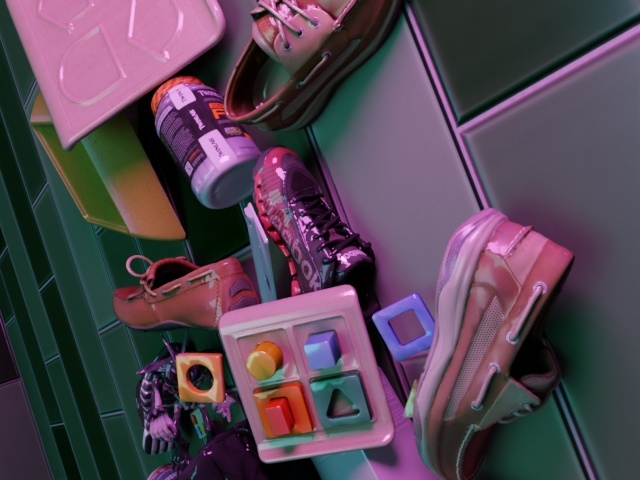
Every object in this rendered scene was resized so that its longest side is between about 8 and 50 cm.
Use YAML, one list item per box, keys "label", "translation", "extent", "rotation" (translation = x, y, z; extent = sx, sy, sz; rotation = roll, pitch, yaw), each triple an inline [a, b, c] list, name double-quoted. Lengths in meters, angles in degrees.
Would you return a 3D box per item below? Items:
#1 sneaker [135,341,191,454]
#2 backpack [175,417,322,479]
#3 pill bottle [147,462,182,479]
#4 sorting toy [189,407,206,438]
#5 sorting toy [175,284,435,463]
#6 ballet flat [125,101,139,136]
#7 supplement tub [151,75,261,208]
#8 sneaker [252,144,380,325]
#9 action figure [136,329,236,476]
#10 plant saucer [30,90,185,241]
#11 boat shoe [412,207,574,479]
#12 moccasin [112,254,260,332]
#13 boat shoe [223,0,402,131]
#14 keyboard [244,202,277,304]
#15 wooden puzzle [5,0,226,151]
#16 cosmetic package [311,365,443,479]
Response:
- label: "sneaker"
  translation: [-0.351, 0.304, 1.333]
  extent: [0.162, 0.106, 0.282]
  rotation: [47, 127, 50]
- label: "backpack"
  translation: [-0.037, 0.442, 0.866]
  extent: [0.355, 0.290, 0.273]
  rotation: [42, 106, 15]
- label: "pill bottle"
  translation: [-0.295, 0.558, 1.344]
  extent: [0.180, 0.107, 0.108]
  rotation: [1, 104, 49]
- label: "sorting toy"
  translation: [-0.261, 0.374, 1.314]
  extent: [0.062, 0.012, 0.083]
  rotation: [-42, 70, 49]
- label: "sorting toy"
  translation: [-0.023, 0.167, 0.742]
  extent: [0.347, 0.047, 0.196]
  rotation: [-14, 95, 16]
- label: "ballet flat"
  translation: [-0.392, -0.291, 1.193]
  extent: [0.077, 0.077, 0.231]
  rotation: [-19, 86, 38]
- label: "supplement tub"
  translation: [-0.172, -0.151, 0.938]
  extent: [0.190, 0.116, 0.117]
  rotation: [55, 138, 21]
- label: "sneaker"
  translation: [0.000, 0.000, 0.799]
  extent: [0.135, 0.097, 0.276]
  rotation: [-19, 90, 52]
- label: "action figure"
  translation: [-0.239, 0.305, 1.155]
  extent: [0.141, 0.163, 0.276]
  rotation: [-132, 32, -56]
- label: "plant saucer"
  translation: [-0.434, -0.140, 1.207]
  extent: [0.332, 0.081, 0.333]
  rotation: [11, 129, 48]
- label: "boat shoe"
  translation: [0.172, 0.131, 0.622]
  extent: [0.116, 0.123, 0.325]
  rotation: [20, 126, 30]
- label: "moccasin"
  translation: [-0.261, 0.086, 1.112]
  extent: [0.379, 0.139, 0.147]
  rotation: [-8, 96, 51]
- label: "boat shoe"
  translation: [-0.018, -0.236, 0.718]
  extent: [0.123, 0.119, 0.324]
  rotation: [58, 139, 18]
- label: "keyboard"
  translation: [-0.076, 0.053, 0.893]
  extent: [0.072, 0.014, 0.256]
  rotation: [56, 162, 33]
- label: "wooden puzzle"
  translation: [-0.328, -0.356, 0.997]
  extent: [0.347, 0.080, 0.322]
  rotation: [-32, 74, 18]
- label: "cosmetic package"
  translation: [0.075, 0.305, 0.815]
  extent: [0.238, 0.107, 0.127]
  rotation: [59, 139, 13]
